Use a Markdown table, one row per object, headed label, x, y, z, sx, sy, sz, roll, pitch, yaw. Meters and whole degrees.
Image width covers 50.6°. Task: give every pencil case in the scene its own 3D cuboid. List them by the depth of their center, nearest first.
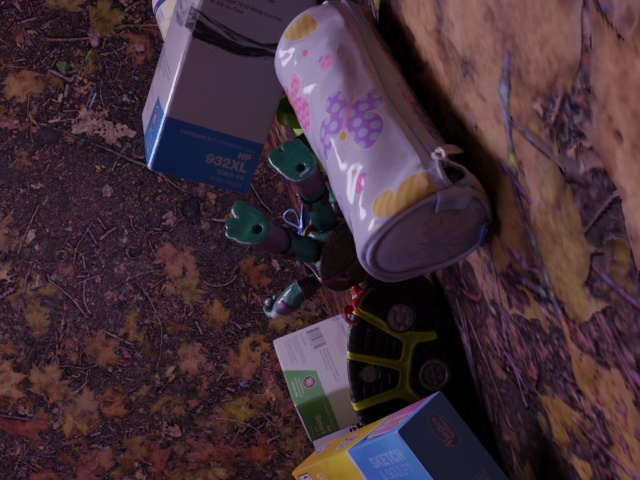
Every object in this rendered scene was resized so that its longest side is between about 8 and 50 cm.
| label | x | y | z | sx | sy | sz | roll | pitch | yaw |
| --- | --- | --- | --- | --- | --- | --- | --- | --- | --- |
| pencil case | 0.046 | -0.096 | 0.600 | 0.124 | 0.113 | 0.273 | 87 | 164 | -52 |

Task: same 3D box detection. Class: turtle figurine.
| label | x | y | z | sx | sy | sz | roll | pitch | yaw |
| --- | --- | --- | --- | --- | --- | --- | --- | --- | --- |
| turtle figurine | -0.003 | 0.001 | 0.734 | 0.234 | 0.118 | 0.175 | 49 | -124 | -57 |

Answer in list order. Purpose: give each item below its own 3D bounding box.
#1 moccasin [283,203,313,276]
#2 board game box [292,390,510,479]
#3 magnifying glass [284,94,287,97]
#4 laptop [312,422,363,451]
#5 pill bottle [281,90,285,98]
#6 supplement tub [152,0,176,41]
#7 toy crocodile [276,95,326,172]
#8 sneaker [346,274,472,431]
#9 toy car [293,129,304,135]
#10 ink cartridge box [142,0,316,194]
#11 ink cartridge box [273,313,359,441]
| label | x | y | z | sx | sy | sz | roll | pitch | yaw |
| --- | --- | --- | --- | --- | --- | --- | --- | --- | --- |
| moccasin | 0.000 | 0.000 | 1.415 | 0.342 | 0.117 | 0.138 | 77 | 172 | -51 |
| board game box | 0.108 | 0.306 | 0.720 | 0.242 | 0.064 | 0.316 | 52 | 149 | 9 |
| magnifying glass | -0.107 | -0.386 | 1.441 | 0.026 | 0.092 | 0.231 | 16 | 155 | 24 |
| laptop | 0.092 | 0.435 | 1.494 | 0.236 | 0.408 | 0.382 | -38 | -67 | -59 |
| pill bottle | -0.106 | -0.336 | 1.280 | 0.208 | 0.119 | 0.119 | 115 | 136 | -84 |
| supplement tub | -0.239 | -0.451 | 1.602 | 0.235 | 0.235 | 0.325 | 144 | 106 | -85 |
| toy crocodile | 0.001 | -0.185 | 0.880 | 0.340 | 0.105 | 0.115 | -111 | 15 | -54 |
| sneaker | 0.114 | 0.208 | 0.862 | 0.147 | 0.145 | 0.385 | -110 | 5 | -78 |
| toy car | -0.024 | -0.221 | 1.201 | 0.225 | 0.053 | 0.239 | 174 | 77 | -85 |
| ink cartridge box | -0.115 | -0.247 | 0.834 | 0.223 | 0.129 | 0.307 | -118 | 46 | -59 |
| ink cartridge box | 0.053 | 0.191 | 1.043 | 0.154 | 0.212 | 0.093 | -118 | 7 | -55 |
